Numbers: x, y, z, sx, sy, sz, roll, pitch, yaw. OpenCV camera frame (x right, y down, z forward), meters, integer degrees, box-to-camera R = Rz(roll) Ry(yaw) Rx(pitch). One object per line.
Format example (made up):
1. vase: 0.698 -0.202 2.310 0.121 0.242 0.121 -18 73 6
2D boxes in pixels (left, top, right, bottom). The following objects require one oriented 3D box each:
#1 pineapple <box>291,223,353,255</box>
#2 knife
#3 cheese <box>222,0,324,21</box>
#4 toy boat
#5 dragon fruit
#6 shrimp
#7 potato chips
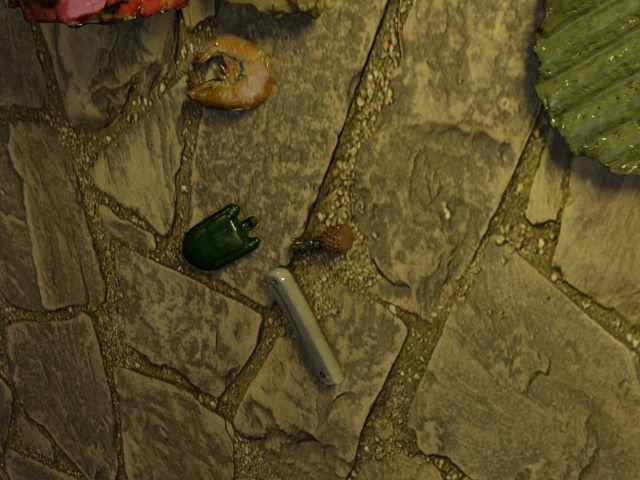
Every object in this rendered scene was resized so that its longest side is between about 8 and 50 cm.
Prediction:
1. pineapple: 0.000 0.000 1.204 0.124 0.058 0.058 -5 110 37
2. knife: -0.034 0.172 1.307 0.073 0.040 0.265 -19 103 45
3. cheese: -0.082 -0.431 1.021 0.202 0.091 0.175 5 115 28
4. toy boat: -0.207 0.002 1.313 0.210 0.052 0.104 -28 100 36
5. dragon fruit: -0.343 -0.484 1.005 0.314 0.296 0.263 16 123 37
6. shrimp: -0.167 -0.294 1.162 0.187 0.052 0.132 -4 99 22
7. potato chips: 0.458 -0.282 0.812 0.429 0.070 0.358 -32 97 35
